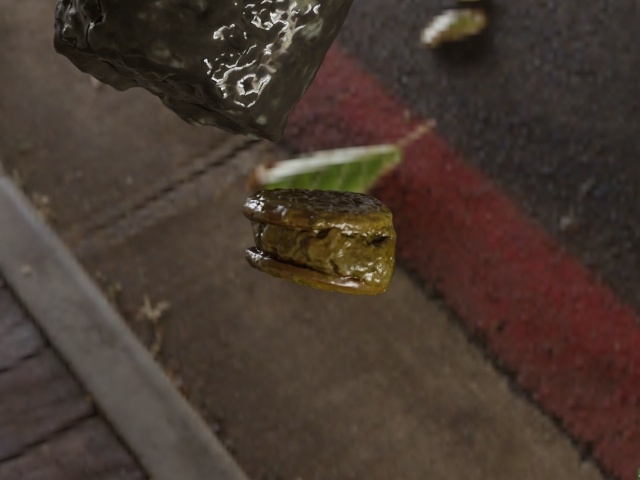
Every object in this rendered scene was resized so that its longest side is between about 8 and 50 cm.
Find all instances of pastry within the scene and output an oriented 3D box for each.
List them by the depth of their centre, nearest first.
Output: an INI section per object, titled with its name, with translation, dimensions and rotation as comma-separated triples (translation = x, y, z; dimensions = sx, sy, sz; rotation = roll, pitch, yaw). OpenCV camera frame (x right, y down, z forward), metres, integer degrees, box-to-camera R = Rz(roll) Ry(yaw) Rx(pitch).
[pastry]
translation = 0.000, 0.000, 1.156
dimensions = 0.109, 0.057, 0.097
rotation = 13, 13, 36

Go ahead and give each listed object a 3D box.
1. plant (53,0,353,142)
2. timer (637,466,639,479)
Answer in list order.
[plant]
translation = -0.066, -0.249, 1.409
dimensions = 0.213, 0.215, 0.312
rotation = 26, 81, -18
[timer]
translation = 0.204, 0.125, 0.828
dimensions = 0.128, 0.140, 0.047
rotation = 19, 27, -4
